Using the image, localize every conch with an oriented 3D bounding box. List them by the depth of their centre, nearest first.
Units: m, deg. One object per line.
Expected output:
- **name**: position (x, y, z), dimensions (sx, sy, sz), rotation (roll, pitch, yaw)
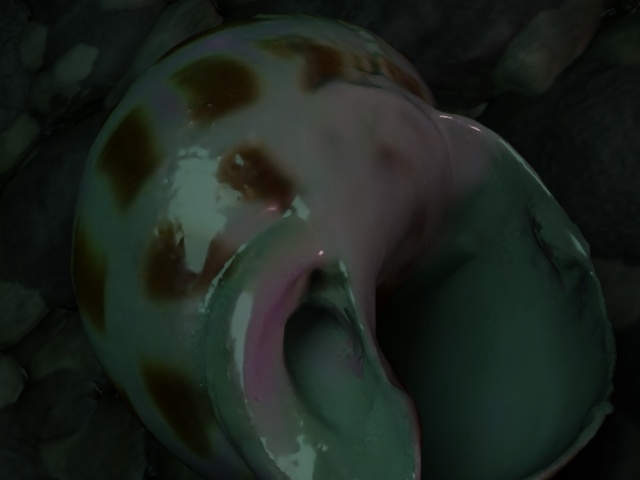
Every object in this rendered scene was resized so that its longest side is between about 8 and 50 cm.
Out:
- **conch**: position (0.000, 0.001, 0.652), dimensions (0.249, 0.197, 0.368), rotation (2, 58, -7)
